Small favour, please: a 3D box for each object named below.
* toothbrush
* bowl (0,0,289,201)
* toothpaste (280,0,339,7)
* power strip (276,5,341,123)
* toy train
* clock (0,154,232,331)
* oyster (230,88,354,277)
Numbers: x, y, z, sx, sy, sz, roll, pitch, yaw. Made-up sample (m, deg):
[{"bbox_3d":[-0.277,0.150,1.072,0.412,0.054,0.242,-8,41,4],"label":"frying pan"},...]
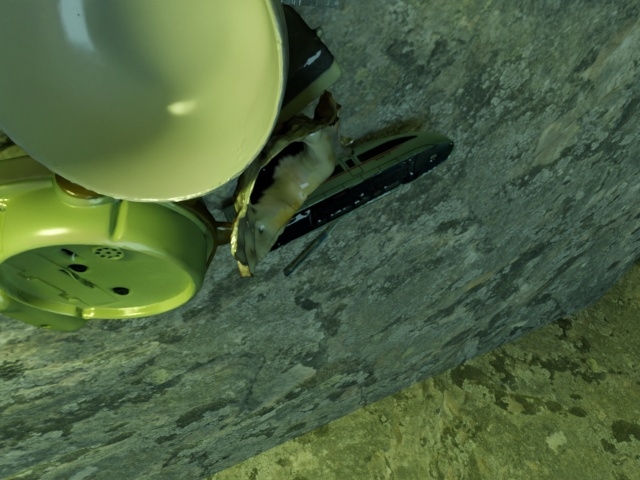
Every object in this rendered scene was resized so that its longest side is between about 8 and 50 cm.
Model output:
[{"bbox_3d":[0.000,0.000,1.110,0.219,0.016,0.019,-45,155,19],"label":"toothbrush"},{"bbox_3d":[-0.165,-0.190,0.509,0.287,0.143,0.286,3,125,5],"label":"bowl"},{"bbox_3d":[0.025,-0.361,0.591,0.090,0.057,0.234,-11,151,-32],"label":"toothpaste"},{"bbox_3d":[-0.093,-0.177,0.688,0.257,0.105,0.070,-38,150,11],"label":"power strip"},{"bbox_3d":[0.037,-0.098,0.931,0.407,0.088,0.086,-26,150,-9],"label":"toy train"},{"bbox_3d":[-0.274,0.008,0.679,0.349,0.117,0.286,-12,151,13],"label":"clock"},{"bbox_3d":[-0.042,-0.080,0.643,0.275,0.100,0.271,-52,-175,-20],"label":"oyster"}]
